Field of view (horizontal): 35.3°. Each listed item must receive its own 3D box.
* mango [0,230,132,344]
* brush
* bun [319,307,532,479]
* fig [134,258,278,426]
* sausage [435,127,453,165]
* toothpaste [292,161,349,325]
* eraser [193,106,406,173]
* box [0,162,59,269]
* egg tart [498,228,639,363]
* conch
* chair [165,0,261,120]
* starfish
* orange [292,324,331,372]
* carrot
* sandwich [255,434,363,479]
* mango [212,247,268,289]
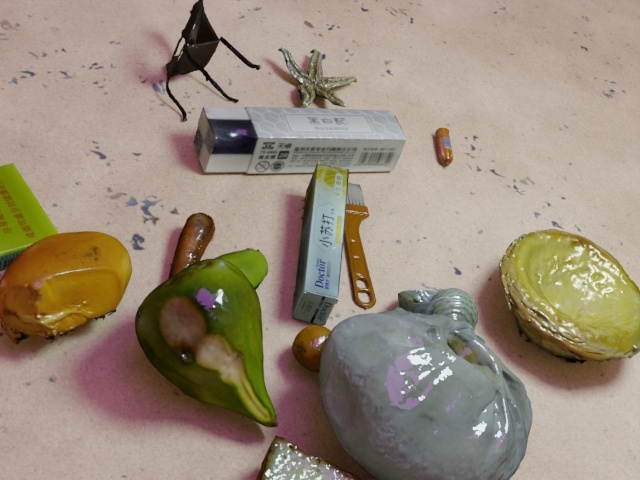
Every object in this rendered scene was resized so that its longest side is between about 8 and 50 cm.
[{"bbox_3d":[-0.384,0.058,1.539,0.153,0.126,0.252,17,31,22],"label":"mango"},{"bbox_3d":[0.061,0.001,1.863,0.090,0.017,0.314,6,47,-18],"label":"brush"},{"bbox_3d":[0.164,0.231,1.516,0.354,0.194,0.354,26,31,-18],"label":"bun"},{"bbox_3d":[-0.153,0.171,1.512,0.206,0.206,0.275,-38,96,-43],"label":"fig"},{"bbox_3d":[0.263,-0.196,2.127,0.031,0.031,0.107,12,45,-13],"label":"sausage"},{"bbox_3d":[0.000,0.000,1.774,0.071,0.089,0.313,15,47,-10],"label":"toothpaste"},{"bbox_3d":[-0.037,-0.193,1.949,0.403,0.098,0.096,-2,48,-25],"label":"eraser"},{"bbox_3d":[-0.600,-0.013,1.571,0.335,0.047,0.187,-18,58,-36],"label":"box"},{"bbox_3d":[0.456,0.115,1.848,0.314,0.120,0.315,13,45,-14],"label":"egg tart"},{"bbox_3d":[0.198,0.129,1.732,0.135,0.153,0.102,12,85,-12],"label":"conch"},{"bbox_3d":[-0.243,-0.368,1.983,0.149,0.174,0.213,-20,69,-41],"label":"chair"},{"bbox_3d":[0.005,-0.342,2.141,0.175,0.053,0.208,-2,52,-26],"label":"starfish"},{"bbox_3d":[-0.006,0.175,1.621,0.085,0.085,0.085,12,45,-12],"label":"orange"},{"bbox_3d":[-0.221,0.020,1.701,0.055,0.055,0.161,20,51,-4],"label":"carrot"},{"bbox_3d":[0.013,0.431,1.371,0.273,0.095,0.249,24,43,2],"label":"sandwich"},{"bbox_3d":[-0.146,0.057,1.677,0.091,0.074,0.165,34,44,13],"label":"mango"}]
